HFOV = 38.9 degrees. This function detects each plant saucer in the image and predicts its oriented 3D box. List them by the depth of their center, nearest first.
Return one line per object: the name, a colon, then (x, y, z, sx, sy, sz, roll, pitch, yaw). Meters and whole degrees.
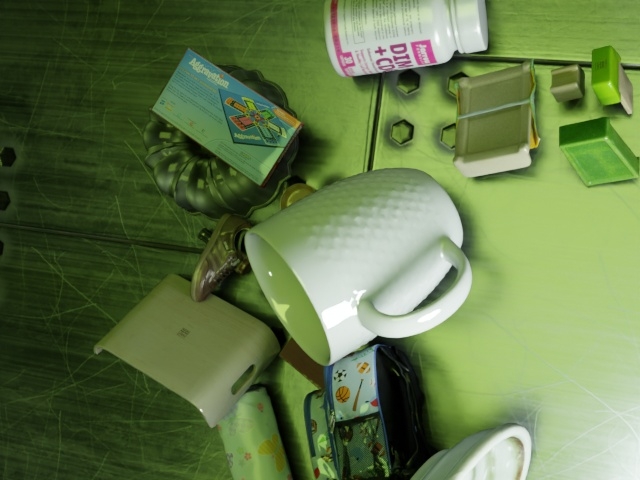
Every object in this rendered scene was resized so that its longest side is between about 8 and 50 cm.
plant saucer: (0.204, 0.463, 1.509, 0.100, 0.400, 0.400, 29, 96, 33)
plant saucer: (-0.039, -0.072, 1.807, 0.083, 0.015, 0.083, -1, 86, 19)

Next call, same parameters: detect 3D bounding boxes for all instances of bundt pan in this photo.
bundt pan: (-0.217, -0.205, 1.818, 0.331, 0.124, 0.330, -1, 86, 19)

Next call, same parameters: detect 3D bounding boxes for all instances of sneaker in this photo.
sneaker: (-0.193, 0.040, 1.778, 0.071, 0.066, 0.188, 20, 84, 15)

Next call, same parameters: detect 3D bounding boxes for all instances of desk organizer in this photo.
desk organizer: (-0.013, 0.241, 1.765, 0.130, 0.047, 0.050, 38, 101, 17)

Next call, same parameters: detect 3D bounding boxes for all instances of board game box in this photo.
board game box: (-0.180, -0.235, 1.728, 0.281, 0.027, 0.145, 36, 99, 17)

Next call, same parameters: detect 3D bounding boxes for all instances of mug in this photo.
mug: (0.100, 0.040, 1.572, 0.328, 0.276, 0.374, -31, 37, -17)

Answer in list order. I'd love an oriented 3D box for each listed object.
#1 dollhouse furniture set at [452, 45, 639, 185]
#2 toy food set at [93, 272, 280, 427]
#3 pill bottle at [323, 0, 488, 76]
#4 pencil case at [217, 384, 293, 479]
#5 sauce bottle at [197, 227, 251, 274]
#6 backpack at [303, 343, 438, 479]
dollhouse furniture set: (0.404, -0.208, 1.644, 0.302, 0.151, 0.197, -9, 63, 35)
toy food set: (-0.263, 0.210, 1.772, 0.306, 0.092, 0.220, 25, 53, 25)
pill bottle: (0.160, -0.401, 1.684, 0.283, 0.160, 0.160, -5, 85, 18)
pencil case: (-0.129, 0.422, 1.758, 0.124, 0.113, 0.273, -25, 78, 34)
sauce bottle: (-0.194, 0.020, 1.840, 0.128, 0.042, 0.042, 38, 99, 18)
backpack: (0.093, 0.324, 1.629, 0.213, 0.276, 0.263, -8, 72, 17)
